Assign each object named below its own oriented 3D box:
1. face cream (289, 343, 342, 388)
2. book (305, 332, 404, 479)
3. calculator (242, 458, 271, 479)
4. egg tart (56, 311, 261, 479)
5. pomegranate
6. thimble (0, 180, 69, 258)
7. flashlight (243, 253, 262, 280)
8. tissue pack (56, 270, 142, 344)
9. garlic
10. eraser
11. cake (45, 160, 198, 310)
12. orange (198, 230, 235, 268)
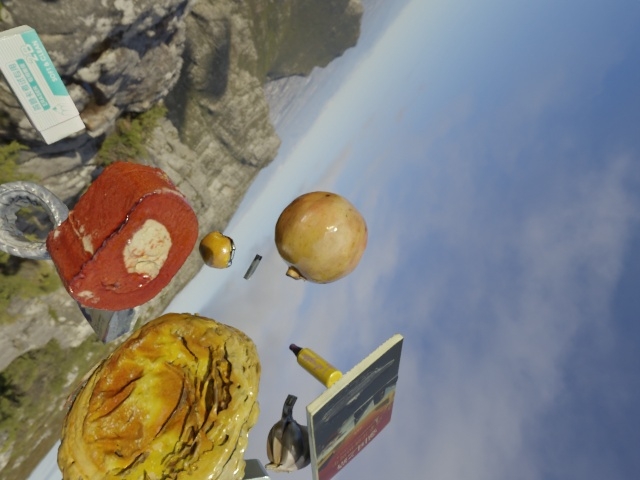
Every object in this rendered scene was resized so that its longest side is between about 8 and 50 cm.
[{"bbox_3d":[-0.032,0.471,1.643,0.273,0.078,0.078,24,-105,47],"label":"face cream"},{"bbox_3d":[0.080,0.397,0.965,0.263,0.028,0.373,-31,138,-30],"label":"book"},{"bbox_3d":[-0.251,0.790,1.430,0.246,0.141,0.045,159,-68,-68],"label":"calculator"},{"bbox_3d":[-0.205,0.245,0.584,0.132,0.297,0.297,81,31,-48],"label":"egg tart"},{"bbox_3d":[0.003,-0.002,0.841,0.191,0.191,0.191,-50,-169,13],"label":"pomegranate"},{"bbox_3d":[-0.831,-0.053,1.238,0.205,0.236,0.172,-62,-171,-12],"label":"thimble"},{"bbox_3d":[-0.201,0.080,1.275,0.083,0.018,0.018,-61,148,-5],"label":"flashlight"},{"bbox_3d":[-0.737,0.147,1.418,0.125,0.343,0.242,-22,155,-50],"label":"tissue pack"},{"bbox_3d":[-0.071,0.506,1.117,0.127,0.131,0.194,-16,-137,24],"label":"garlic"},{"bbox_3d":[-0.610,-0.329,0.916,0.095,0.052,0.225,-41,142,-30],"label":"eraser"},{"bbox_3d":[-0.359,-0.003,0.798,0.283,0.151,0.177,-51,149,2],"label":"cake"},{"bbox_3d":[-0.416,0.040,1.673,0.170,0.160,0.112,-29,169,26],"label":"orange"}]
